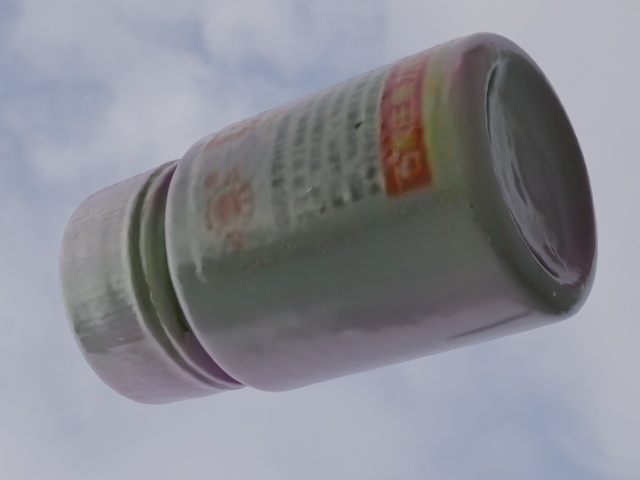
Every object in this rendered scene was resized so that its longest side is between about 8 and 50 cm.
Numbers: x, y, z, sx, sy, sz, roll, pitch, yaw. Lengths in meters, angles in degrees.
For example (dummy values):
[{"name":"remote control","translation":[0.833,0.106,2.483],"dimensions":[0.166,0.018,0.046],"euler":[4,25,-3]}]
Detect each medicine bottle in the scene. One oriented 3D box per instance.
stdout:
[{"name":"medicine bottle","translation":[0.000,0.000,0.995],"dimensions":[0.219,0.388,0.219],"euler":[32,-131,-46]}]
